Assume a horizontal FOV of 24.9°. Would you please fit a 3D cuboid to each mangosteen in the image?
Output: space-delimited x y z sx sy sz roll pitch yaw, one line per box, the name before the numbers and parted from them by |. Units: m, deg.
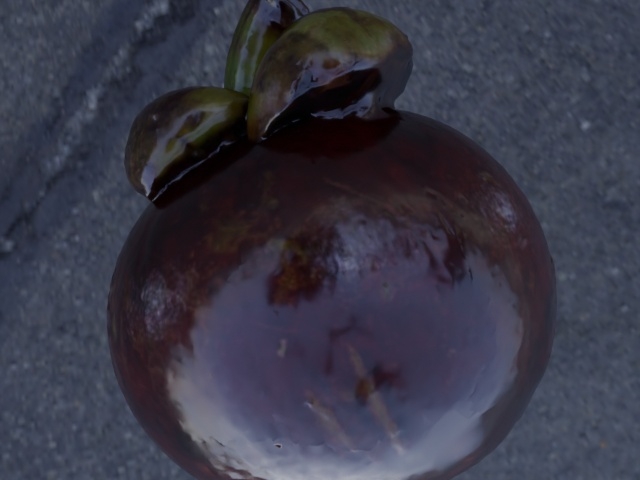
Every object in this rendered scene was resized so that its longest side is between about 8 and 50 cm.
mangosteen | 0.000 0.000 0.692 0.215 0.215 0.257 -9 94 -10
